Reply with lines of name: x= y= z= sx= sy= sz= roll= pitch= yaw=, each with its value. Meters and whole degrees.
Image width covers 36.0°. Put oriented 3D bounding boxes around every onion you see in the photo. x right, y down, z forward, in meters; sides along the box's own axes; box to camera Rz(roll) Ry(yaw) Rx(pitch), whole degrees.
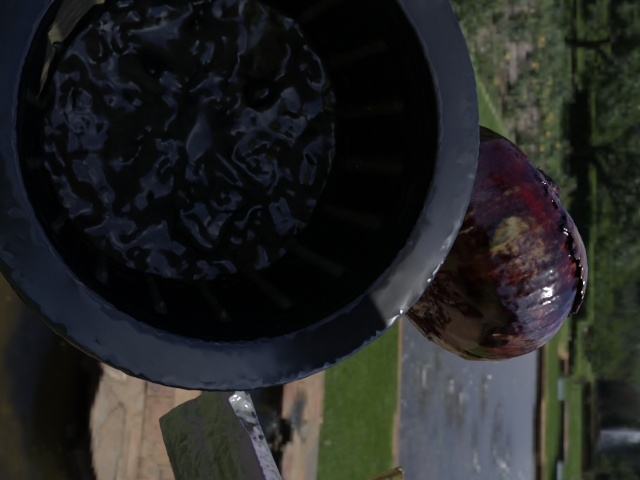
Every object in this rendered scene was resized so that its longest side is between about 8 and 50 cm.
onion: x=0.145 y=-0.002 z=0.946 sx=0.190 sy=0.246 sz=0.246 roll=-35 pitch=139 yaw=-13

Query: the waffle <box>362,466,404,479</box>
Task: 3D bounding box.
waffle: x=0.031 y=0.270 z=0.696 sx=0.032 sy=0.125 sz=0.190 roll=133 pitch=-58 yaw=-70

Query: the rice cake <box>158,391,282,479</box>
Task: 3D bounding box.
rice cake: x=-0.081 y=0.270 z=0.962 sx=0.050 sy=0.106 sz=0.298 roll=46 pitch=15 yaw=-46

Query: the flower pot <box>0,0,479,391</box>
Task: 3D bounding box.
flower pot: x=-0.088 y=-0.069 z=0.690 sx=0.330 sy=0.294 sz=0.293 roll=-169 pitch=-104 yaw=-74
